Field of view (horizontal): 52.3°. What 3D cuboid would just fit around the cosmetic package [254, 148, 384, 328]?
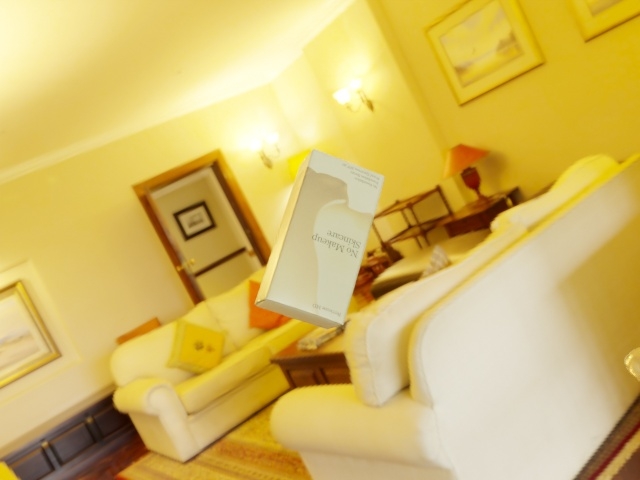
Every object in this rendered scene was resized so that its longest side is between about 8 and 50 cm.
[{"bbox_3d":[0.000,0.000,0.466,0.041,0.060,0.115,142,145,-70],"label":"cosmetic package"}]

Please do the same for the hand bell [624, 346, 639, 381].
[{"bbox_3d":[0.340,0.010,0.504,0.126,0.241,0.126,11,15,-3],"label":"hand bell"}]
